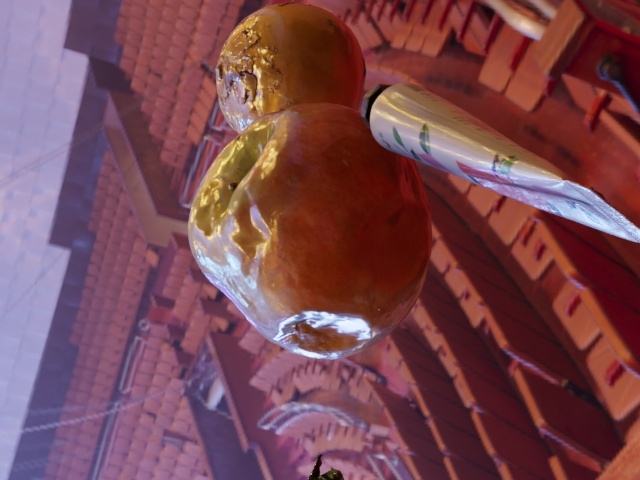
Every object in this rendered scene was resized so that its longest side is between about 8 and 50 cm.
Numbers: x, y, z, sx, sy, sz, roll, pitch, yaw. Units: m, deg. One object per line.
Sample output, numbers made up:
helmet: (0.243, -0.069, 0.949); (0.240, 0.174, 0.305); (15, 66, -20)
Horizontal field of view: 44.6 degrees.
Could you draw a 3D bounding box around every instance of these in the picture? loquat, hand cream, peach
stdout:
loquat: (-0.047, -0.246, 1.199); (0.235, 0.235, 0.234); (-165, 90, -79)
hand cream: (0.100, -0.055, 0.491); (0.050, 0.080, 0.234); (-58, 36, 6)
peach: (0.000, 0.000, 0.712); (0.214, 0.235, 0.214); (-26, 31, 18)

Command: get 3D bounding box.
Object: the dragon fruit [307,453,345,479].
dragon fruit: (-0.030, 0.203, 0.393); (0.138, 0.142, 0.174); (12, 86, 45)
